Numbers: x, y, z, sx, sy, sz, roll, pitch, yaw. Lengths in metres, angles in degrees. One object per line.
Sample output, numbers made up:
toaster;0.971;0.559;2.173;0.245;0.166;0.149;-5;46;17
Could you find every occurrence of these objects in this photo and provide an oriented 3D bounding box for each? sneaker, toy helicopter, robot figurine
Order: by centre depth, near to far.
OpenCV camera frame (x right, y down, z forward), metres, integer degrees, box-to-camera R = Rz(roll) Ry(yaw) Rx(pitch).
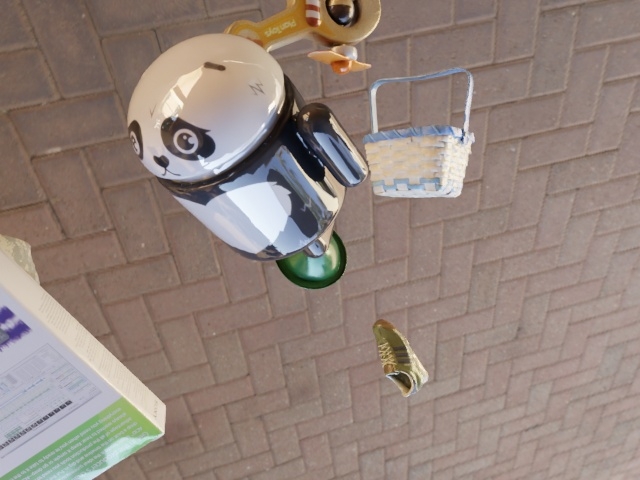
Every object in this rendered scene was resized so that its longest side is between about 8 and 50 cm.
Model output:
robot figurine;-0.078;-0.084;0.591;0.209;0.173;0.278;-34;137;5
toy helicopter;-0.025;-0.396;1.020;0.355;0.140;0.234;-34;108;-25
sneaker;0.178;0.286;1.304;0.192;0.086;0.064;54;138;-2

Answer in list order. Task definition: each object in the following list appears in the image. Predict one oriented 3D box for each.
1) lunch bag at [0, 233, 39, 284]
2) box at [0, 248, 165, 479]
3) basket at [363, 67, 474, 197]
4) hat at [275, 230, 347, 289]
lunch bag;-0.747;0.139;1.235;0.213;0.305;0.256;-32;163;23
box;-0.357;0.154;0.574;0.232;0.058;0.322;-33;114;3
basket;0.225;-0.245;1.280;0.201;0.255;0.288;-7;99;-52
hat;0.000;0.000;1.181;0.209;0.172;0.183;-12;163;-28
